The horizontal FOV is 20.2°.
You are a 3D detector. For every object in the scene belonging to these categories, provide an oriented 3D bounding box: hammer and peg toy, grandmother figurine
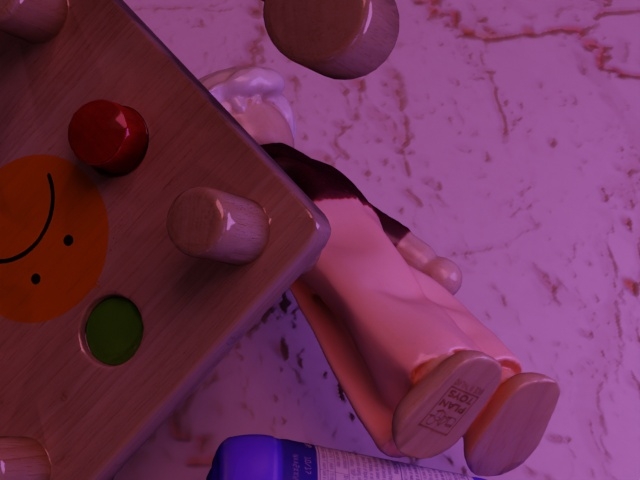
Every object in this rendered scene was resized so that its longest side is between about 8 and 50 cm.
[{"bbox_3d":[-0.123,-0.044,0.997,0.266,0.361,0.127,46,12,21],"label":"hammer and peg toy"},{"bbox_3d":[0.000,0.000,1.120,0.208,0.104,0.342,33,13,-48],"label":"grandmother figurine"}]

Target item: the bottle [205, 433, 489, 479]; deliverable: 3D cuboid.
[{"bbox_3d":[0.070,0.189,1.018,0.283,0.092,0.118,12,42,-10],"label":"bottle"}]
